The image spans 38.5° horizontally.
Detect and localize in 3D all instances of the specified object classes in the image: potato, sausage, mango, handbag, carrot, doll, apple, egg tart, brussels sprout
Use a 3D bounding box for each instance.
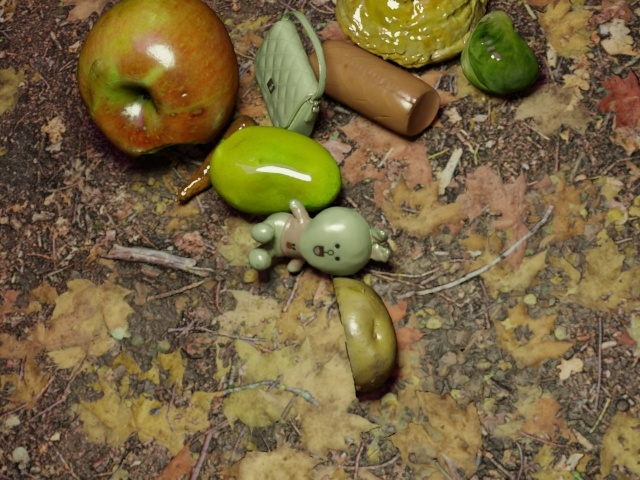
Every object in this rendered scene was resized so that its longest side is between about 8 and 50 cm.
[{"bbox_3d":[0.080,0.146,1.658,0.098,0.138,0.243,-14,63,1],"label":"potato"},{"bbox_3d":[0.099,-0.325,1.909,0.304,0.121,0.121,33,74,28],"label":"sausage"},{"bbox_3d":[-0.089,-0.141,1.843,0.273,0.149,0.185,2,56,8],"label":"mango"},{"bbox_3d":[-0.057,-0.355,1.909,0.079,0.219,0.256,-4,55,-27],"label":"handbag"},{"bbox_3d":[-0.220,-0.169,1.943,0.059,0.059,0.248,34,79,26],"label":"carrot"},{"bbox_3d":[-0.002,-0.005,1.758,0.275,0.155,0.113,0,23,8],"label":"doll"},{"bbox_3d":[-0.328,-0.348,1.907,0.339,0.339,0.339,-6,62,11],"label":"apple"},{"bbox_3d":[0.205,-0.529,1.959,0.351,0.153,0.339,-5,61,-2],"label":"egg tart"},{"bbox_3d":[0.360,-0.375,1.864,0.145,0.131,0.183,-28,65,-8],"label":"brussels sprout"}]

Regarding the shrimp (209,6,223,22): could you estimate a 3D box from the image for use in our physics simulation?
[{"bbox_3d":[-0.339,-0.464,2.129,0.253,0.058,0.173,-34,52,-9],"label":"shrimp"}]
